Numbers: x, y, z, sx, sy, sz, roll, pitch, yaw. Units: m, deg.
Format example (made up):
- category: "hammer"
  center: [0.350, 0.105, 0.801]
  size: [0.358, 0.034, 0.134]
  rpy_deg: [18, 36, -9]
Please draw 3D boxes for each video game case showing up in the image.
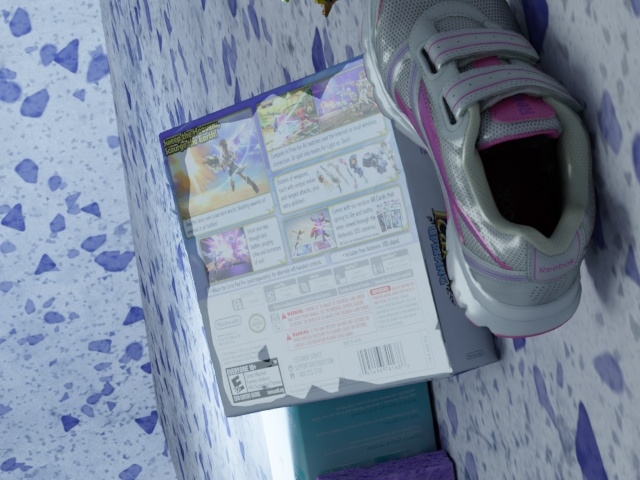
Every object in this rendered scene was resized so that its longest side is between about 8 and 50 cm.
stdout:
- category: "video game case"
  center: [0.000, 0.000, 1.415]
  size: [0.269, 0.061, 0.244]
  rpy_deg: [-15, 88, 47]

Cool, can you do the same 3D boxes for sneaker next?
- category: "sneaker"
  center: [0.104, -0.075, 1.063]
  size: [0.111, 0.103, 0.252]
  rpy_deg: [119, 131, -68]

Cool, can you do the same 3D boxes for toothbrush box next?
- category: "toothbrush box"
  center: [0.021, 0.168, 1.661]
  size: [0.216, 0.126, 0.296]
  rpy_deg: [-132, 30, -69]

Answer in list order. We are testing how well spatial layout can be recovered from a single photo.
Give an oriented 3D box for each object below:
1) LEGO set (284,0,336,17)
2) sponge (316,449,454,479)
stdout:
- category: "LEGO set"
  center: [-0.069, -0.326, 1.379]
  size: [0.255, 0.192, 0.331]
  rpy_deg: [-118, 19, -55]
- category: "sponge"
  center: [0.069, 0.292, 1.571]
  size: [0.031, 0.117, 0.210]
  rpy_deg: [-125, 25, -69]
